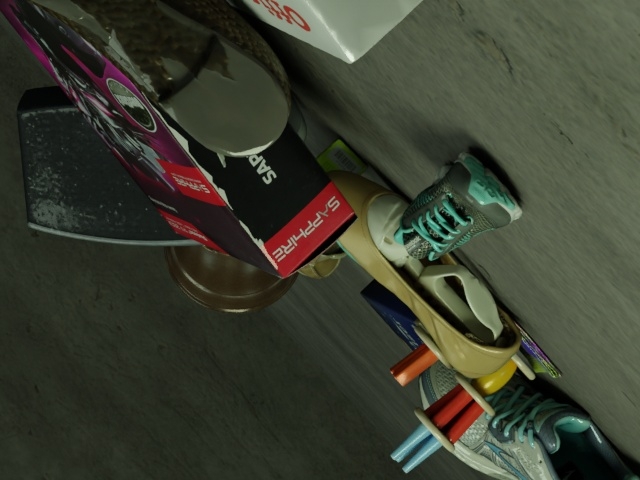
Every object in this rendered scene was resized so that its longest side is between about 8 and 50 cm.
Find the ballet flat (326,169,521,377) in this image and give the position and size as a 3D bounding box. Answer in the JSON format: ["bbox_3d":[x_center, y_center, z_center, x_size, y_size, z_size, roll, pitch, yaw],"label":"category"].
[{"bbox_3d":[0.092,0.019,1.670,0.232,0.080,0.073,47,144,-10],"label":"ballet flat"}]

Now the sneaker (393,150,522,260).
[{"bbox_3d":[0.094,-0.015,1.382,0.065,0.076,0.166,46,173,0],"label":"sneaker"}]

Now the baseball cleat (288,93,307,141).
[{"bbox_3d":[-0.092,-0.159,1.695,0.206,0.072,0.109,42,166,7],"label":"baseball cleat"}]

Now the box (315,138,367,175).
[{"bbox_3d":[-0.017,-0.035,1.779,0.042,0.109,0.178,45,173,-1],"label":"box"}]

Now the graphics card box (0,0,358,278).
[{"bbox_3d":[-0.147,-0.144,1.567,0.371,0.094,0.233,55,165,-25],"label":"graphics card box"}]

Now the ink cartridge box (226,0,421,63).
[{"bbox_3d":[-0.061,-0.234,0.910,0.278,0.117,0.201,50,172,-31],"label":"ink cartridge box"}]

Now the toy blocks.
[{"bbox_3d":[0.108,0.133,1.770,0.123,0.148,0.054,49,-179,42],"label":"toy blocks"}]

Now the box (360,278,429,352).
[{"bbox_3d":[0.118,0.107,2.072,0.136,0.036,0.225,49,174,-18],"label":"box"}]

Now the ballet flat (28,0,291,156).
[{"bbox_3d":[-0.107,-0.141,0.968,0.250,0.084,0.058,43,-161,-18],"label":"ballet flat"}]

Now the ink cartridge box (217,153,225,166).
[{"bbox_3d":[-0.126,-0.184,1.147,0.189,0.097,0.255,73,-171,-75],"label":"ink cartridge box"}]

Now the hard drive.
[{"bbox_3d":[-0.196,-0.074,1.983,0.054,0.255,0.172,-39,-51,-64],"label":"hard drive"}]

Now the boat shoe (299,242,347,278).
[{"bbox_3d":[0.000,0.000,2.068,0.072,0.068,0.190,31,167,23],"label":"boat shoe"}]

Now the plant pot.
[{"bbox_3d":[-0.096,-0.016,2.179,0.167,0.167,0.165,45,166,9],"label":"plant pot"}]

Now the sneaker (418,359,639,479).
[{"bbox_3d":[0.208,0.181,1.806,0.283,0.110,0.122,40,153,26],"label":"sneaker"}]

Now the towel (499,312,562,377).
[{"bbox_3d":[0.181,0.092,1.730,0.083,0.009,0.060,48,172,-13],"label":"towel"}]
